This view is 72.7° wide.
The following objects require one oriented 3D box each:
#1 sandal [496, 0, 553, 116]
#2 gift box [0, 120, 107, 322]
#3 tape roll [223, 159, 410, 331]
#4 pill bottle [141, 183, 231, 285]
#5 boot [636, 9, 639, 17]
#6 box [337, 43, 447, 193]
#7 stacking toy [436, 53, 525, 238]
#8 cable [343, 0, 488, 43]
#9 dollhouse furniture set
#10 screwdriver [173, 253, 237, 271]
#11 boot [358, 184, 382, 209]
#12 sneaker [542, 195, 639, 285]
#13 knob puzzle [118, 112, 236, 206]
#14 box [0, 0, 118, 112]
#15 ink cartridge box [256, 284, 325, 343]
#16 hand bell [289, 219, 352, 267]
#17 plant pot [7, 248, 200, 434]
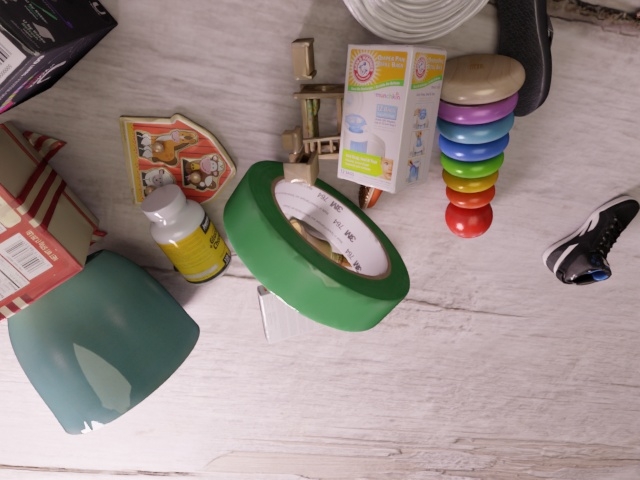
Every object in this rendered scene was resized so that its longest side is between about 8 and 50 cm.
[{"bbox_3d":[0.328,-0.319,0.683,0.054,0.097,0.255,-29,125,-19],"label":"sandal"},{"bbox_3d":[-0.509,-0.028,0.699,0.276,0.258,0.255,-30,120,-9],"label":"gift box"},{"bbox_3d":[0.000,0.000,0.715,0.321,0.321,0.077,30,116,-22],"label":"tape roll"},{"bbox_3d":[-0.246,-0.009,0.802,0.103,0.103,0.184,-18,132,6],"label":"pill bottle"},{"bbox_3d":[0.557,-0.406,0.677,0.118,0.042,0.087,-14,116,3],"label":"boot"},{"bbox_3d":[0.107,-0.191,0.669,0.103,0.114,0.203,-21,124,-45],"label":"box"},{"bbox_3d":[0.269,-0.144,0.776,0.141,0.141,0.330,-11,130,2],"label":"stacking toy"},{"bbox_3d":[0.135,-0.416,0.601,0.257,0.089,0.257,-41,118,20],"label":"cable"},{"bbox_3d":[0.003,-0.200,0.670,0.101,0.161,0.182,3,125,11],"label":"dollhouse furniture set"},{"bbox_3d":[-0.221,0.036,0.901,0.169,0.024,0.025,-16,94,-2],"label":"screwdriver"},{"bbox_3d":[0.129,-0.119,0.810,0.084,0.059,0.158,16,119,-20],"label":"boot"},{"bbox_3d":[0.584,0.015,0.897,0.079,0.121,0.217,34,114,-25],"label":"sneaker"},{"bbox_3d":[-0.251,-0.129,0.783,0.213,0.030,0.213,-2,122,-4],"label":"knob puzzle"},{"bbox_3d":[-0.398,-0.263,0.540,0.165,0.270,0.143,-32,120,15],"label":"box"},{"bbox_3d":[-0.046,0.145,0.983,0.179,0.045,0.146,-15,124,-17],"label":"ink cartridge box"},{"bbox_3d":[0.044,0.038,0.893,0.241,0.126,0.126,9,122,-26],"label":"hand bell"},{"bbox_3d":[-0.415,0.160,0.813,0.292,0.293,0.235,-25,109,11],"label":"plant pot"}]
